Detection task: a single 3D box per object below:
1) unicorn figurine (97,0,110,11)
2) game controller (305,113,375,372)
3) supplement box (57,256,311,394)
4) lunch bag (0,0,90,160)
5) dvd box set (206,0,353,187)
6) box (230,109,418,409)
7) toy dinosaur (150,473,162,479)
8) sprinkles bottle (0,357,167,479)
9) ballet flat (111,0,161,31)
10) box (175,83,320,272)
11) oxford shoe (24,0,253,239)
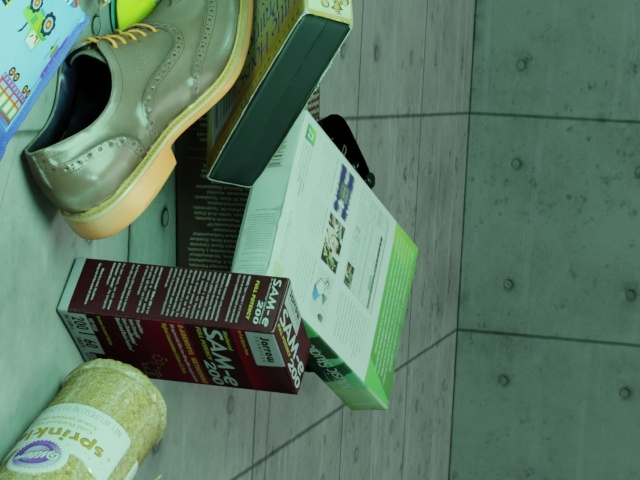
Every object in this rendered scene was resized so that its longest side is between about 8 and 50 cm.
[{"bbox_3d":[-0.228,-0.325,1.700,0.111,0.060,0.162,-69,173,-47],"label":"unicorn figurine"},{"bbox_3d":[0.000,0.000,2.064,0.166,0.067,0.319,73,27,-51],"label":"game controller"},{"bbox_3d":[-0.141,0.091,1.763,0.130,0.239,0.073,73,27,-52],"label":"supplement box"},{"bbox_3d":[-0.330,-0.128,1.302,0.221,0.138,0.293,64,46,-63],"label":"lunch bag"},{"bbox_3d":[-0.052,-0.313,1.864,0.307,0.062,0.420,124,-30,-50],"label":"dvd box set"},{"bbox_3d":[0.011,0.030,1.977,0.322,0.058,0.232,48,46,-46],"label":"box"},{"bbox_3d":[-0.234,0.305,1.763,0.183,0.093,0.053,-49,141,-65],"label":"toy dinosaur"},{"bbox_3d":[-0.261,0.250,1.602,0.355,0.121,0.121,-59,149,-59],"label":"sprinkles bottle"},{"bbox_3d":[-0.178,-0.331,1.816,0.077,0.077,0.231,17,78,-75],"label":"ballet flat"},{"bbox_3d":[-0.089,-0.036,2.110,0.191,0.143,0.381,-34,125,-70],"label":"box"},{"bbox_3d":[-0.180,-0.179,1.716,0.132,0.130,0.363,52,49,-36],"label":"oxford shoe"}]
